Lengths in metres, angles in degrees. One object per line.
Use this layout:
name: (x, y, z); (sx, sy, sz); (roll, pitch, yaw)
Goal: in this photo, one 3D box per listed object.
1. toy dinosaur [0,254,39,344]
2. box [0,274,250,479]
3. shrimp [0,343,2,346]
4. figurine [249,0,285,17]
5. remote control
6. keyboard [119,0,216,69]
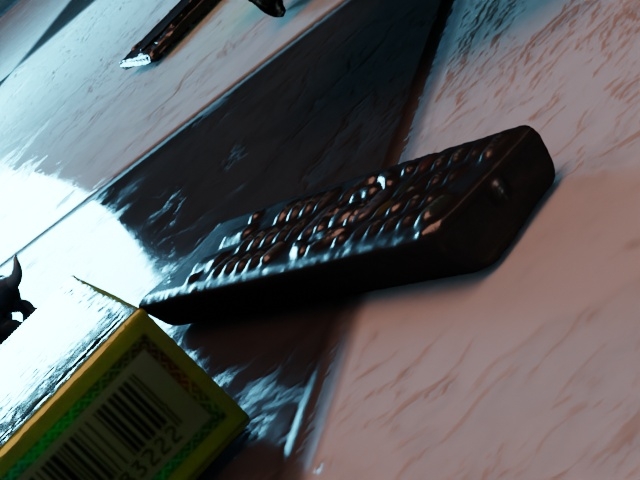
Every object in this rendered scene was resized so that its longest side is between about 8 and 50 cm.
toy dinosaur: (-0.188, 0.040, 0.937); (0.083, 0.047, 0.030); (-33, 18, 37)
box: (-0.136, 0.114, 0.600); (0.220, 0.064, 0.141); (-45, 16, -11)
shrimp: (-0.223, 0.076, 0.892); (0.217, 0.051, 0.115); (-21, 51, 48)
figurine: (0.016, -0.233, 1.087); (0.196, 0.108, 0.114); (-59, 3, 11)
remote control: (0.000, 0.000, 0.632); (0.063, 0.025, 0.245); (-50, 17, -24)
keyboard: (-0.076, -0.236, 1.421); (0.250, 0.017, 0.087); (-49, 18, -16)
